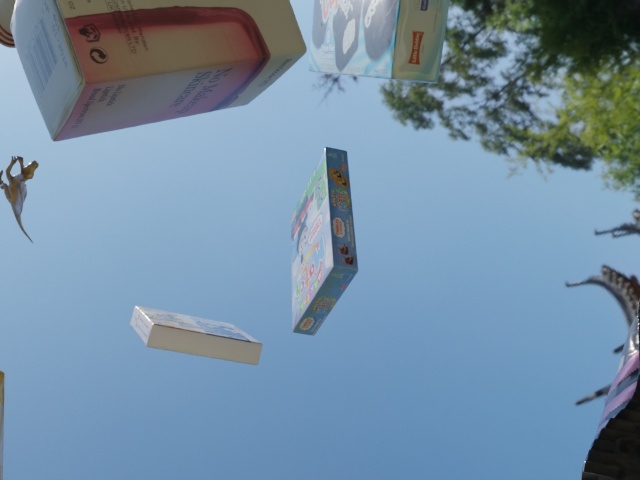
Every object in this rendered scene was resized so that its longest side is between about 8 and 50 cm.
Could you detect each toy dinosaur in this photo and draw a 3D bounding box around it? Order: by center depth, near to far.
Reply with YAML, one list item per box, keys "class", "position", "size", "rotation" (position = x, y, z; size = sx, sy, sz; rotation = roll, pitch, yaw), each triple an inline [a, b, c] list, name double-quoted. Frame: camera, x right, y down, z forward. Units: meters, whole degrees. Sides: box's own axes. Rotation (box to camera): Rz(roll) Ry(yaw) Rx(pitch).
- class: "toy dinosaur"
  position: [-0.507, -0.077, 1.048]
  size: [0.053, 0.183, 0.092]
  rotation: [-10, -124, -35]

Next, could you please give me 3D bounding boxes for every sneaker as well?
- class: "sneaker"
  position: [0.308, 0.187, 0.569]
  size: [0.112, 0.131, 0.319]
  rotation: [17, -132, 30]

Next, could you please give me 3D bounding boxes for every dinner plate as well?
- class: "dinner plate"
  position: [-0.447, -0.353, 0.917]
  size: [0.141, 0.141, 0.017]
  rotation: [52, -150, 12]

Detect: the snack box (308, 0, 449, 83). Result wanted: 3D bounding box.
- class: "snack box"
  position: [0.060, -0.292, 0.757]
  size: [0.060, 0.187, 0.322]
  rotation: [1, -165, -17]

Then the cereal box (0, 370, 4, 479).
- class: "cereal box"
  position: [-0.371, 0.183, 0.571]
  size: [0.173, 0.047, 0.240]
  rotation: [51, -174, -42]

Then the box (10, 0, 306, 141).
- class: "box"
  position: [-0.157, -0.198, 0.619]
  size: [0.232, 0.148, 0.127]
  rotation: [-20, -91, -34]

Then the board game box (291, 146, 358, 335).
- class: "board game box"
  position: [0.000, 0.000, 0.876]
  size: [0.039, 0.160, 0.211]
  rotation: [11, -131, -18]

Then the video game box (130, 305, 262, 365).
- class: "video game box"
  position: [-0.233, 0.174, 1.166]
  size: [0.205, 0.187, 0.048]
  rotation: [15, -95, -26]
